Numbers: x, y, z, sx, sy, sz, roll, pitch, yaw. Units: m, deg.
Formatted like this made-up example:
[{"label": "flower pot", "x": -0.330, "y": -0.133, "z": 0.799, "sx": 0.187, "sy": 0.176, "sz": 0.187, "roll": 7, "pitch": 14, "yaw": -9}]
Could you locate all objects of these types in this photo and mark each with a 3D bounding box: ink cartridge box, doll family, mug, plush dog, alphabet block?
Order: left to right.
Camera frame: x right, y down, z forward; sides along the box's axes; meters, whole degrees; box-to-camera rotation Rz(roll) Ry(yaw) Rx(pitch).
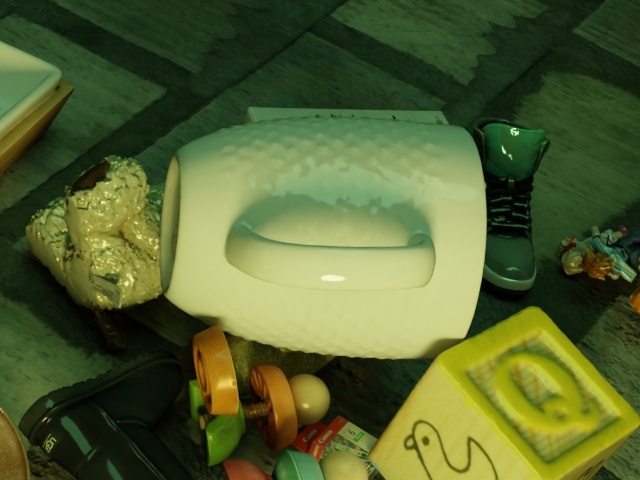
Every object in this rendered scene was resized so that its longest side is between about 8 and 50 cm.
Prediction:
[{"label": "plush dog", "x": -0.208, "y": 0.001, "z": 1.959, "sx": 0.225, "sy": 0.262, "sz": 0.210, "roll": -25, "pitch": 87, "yaw": -30}, {"label": "mug", "x": 0.000, "y": 0.000, "z": 1.754, "sx": 0.328, "sy": 0.276, "sz": 0.374, "roll": 4, "pitch": 9, "yaw": -12}, {"label": "ink cartridge box", "x": 0.019, "y": 0.240, "z": 1.869, "sx": 0.115, "sy": 0.029, "sz": 0.063, "roll": 31, "pitch": 39, "yaw": 16}, {"label": "alphabet block", "x": 0.207, "y": 0.224, "z": 1.803, "sx": 0.193, "sy": 0.197, "sz": 0.192, "roll": -26, "pitch": 64, "yaw": -41}, {"label": "doll family", "x": 0.448, "y": 0.042, "z": 2.219, "sx": 0.163, "sy": 0.118, "sz": 0.263, "roll": -17, "pitch": 49, "yaw": -37}]

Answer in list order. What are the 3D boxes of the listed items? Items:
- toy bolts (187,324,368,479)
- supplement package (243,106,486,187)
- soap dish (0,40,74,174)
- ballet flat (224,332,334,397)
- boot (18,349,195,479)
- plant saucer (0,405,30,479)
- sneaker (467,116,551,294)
[{"label": "toy bolts", "x": -0.042, "y": 0.204, "z": 1.751, "sx": 0.158, "sy": 0.218, "sz": 0.228, "roll": -11, "pitch": 51, "yaw": -14}, {"label": "supplement package", "x": 0.040, "y": -0.059, "z": 2.134, "sx": 0.293, "sy": 0.177, "sz": 0.175, "roll": -1, "pitch": 41, "yaw": -23}, {"label": "soap dish", "x": -0.497, "y": -0.164, "z": 2.101, "sx": 0.229, "sy": 0.118, "sz": 0.291, "roll": 24, "pitch": 38, "yaw": 8}, {"label": "ballet flat", "x": 0.004, "y": 0.086, "z": 1.990, "sx": 0.348, "sy": 0.123, "sz": 0.123, "roll": -22, "pitch": 52, "yaw": -40}, {"label": "boot", "x": -0.187, "y": 0.238, "z": 1.742, "sx": 0.207, "sy": 0.094, "sz": 0.246, "roll": 46, "pitch": 30, "yaw": 17}, {"label": "plant saucer", "x": -0.391, "y": 0.241, "z": 1.634, "sx": 0.198, "sy": 0.036, "sz": 0.198, "roll": 24, "pitch": 54, "yaw": -38}, {"label": "sneaker", "x": 0.265, "y": -0.076, "z": 2.245, "sx": 0.124, "sy": 0.178, "sz": 0.295, "roll": 5, "pitch": 39, "yaw": -16}]
